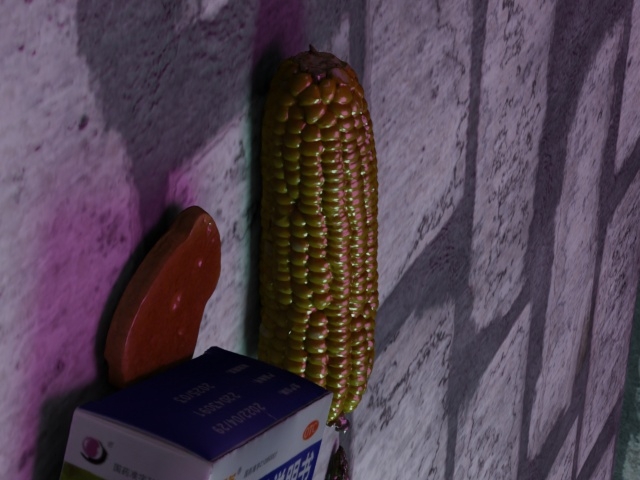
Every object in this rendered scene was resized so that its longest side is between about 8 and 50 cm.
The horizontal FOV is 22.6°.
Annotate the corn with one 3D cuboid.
[{"bbox_3d":[0.001,-0.001,1.250,0.102,0.102,0.312,-42,141,-56],"label":"corn"}]

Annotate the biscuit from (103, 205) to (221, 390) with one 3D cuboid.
[{"bbox_3d":[-0.108,0.050,1.107,0.118,0.023,0.140,88,27,-44],"label":"biscuit"}]

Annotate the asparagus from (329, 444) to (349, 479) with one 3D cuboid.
[{"bbox_3d":[-0.006,0.311,1.538,0.022,0.023,0.232,7,-99,66],"label":"asparagus"}]

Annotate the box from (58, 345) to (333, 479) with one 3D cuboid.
[{"bbox_3d":[-0.106,0.243,1.097,0.200,0.106,0.299,-19,124,-66],"label":"box"}]
